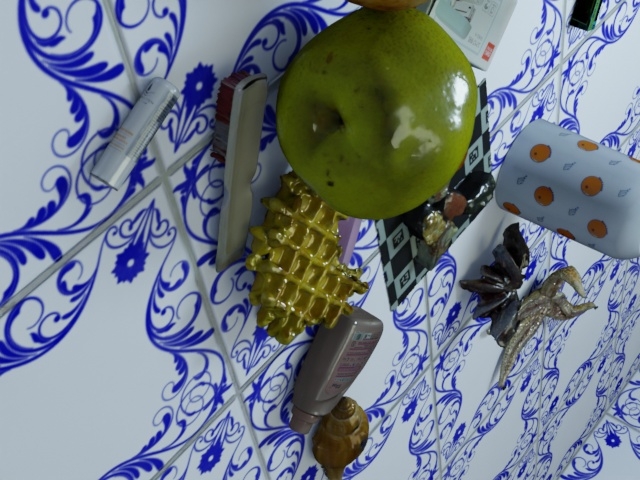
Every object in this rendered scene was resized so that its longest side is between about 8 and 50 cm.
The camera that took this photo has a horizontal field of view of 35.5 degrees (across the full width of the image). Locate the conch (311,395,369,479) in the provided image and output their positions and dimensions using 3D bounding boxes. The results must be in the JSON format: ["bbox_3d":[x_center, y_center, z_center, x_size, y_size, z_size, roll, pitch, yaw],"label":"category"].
[{"bbox_3d":[0.046,0.402,1.946,0.109,0.093,0.330,-47,148,-36],"label":"conch"}]

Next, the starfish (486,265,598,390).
[{"bbox_3d":[0.579,0.194,2.548,0.384,0.132,0.398,-43,159,-16],"label":"starfish"}]

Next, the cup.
[{"bbox_3d":[0.555,-0.098,2.081,0.212,0.317,0.212,-36,142,-35],"label":"cup"}]

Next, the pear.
[{"bbox_3d":[0.079,-0.173,1.354,0.294,0.294,0.294,-36,141,-36],"label":"pear"}]

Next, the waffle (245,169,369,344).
[{"bbox_3d":[-0.007,0.015,1.504,0.259,0.069,0.293,-25,125,-41],"label":"waffle"}]

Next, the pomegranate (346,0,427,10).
[{"bbox_3d":[0.093,-0.398,1.230,0.248,0.248,0.248,-36,141,-36],"label":"pomegranate"}]

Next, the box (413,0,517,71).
[{"bbox_3d":[0.212,-0.367,1.581,0.269,0.079,0.135,10,107,-58],"label":"box"}]

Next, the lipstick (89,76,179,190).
[{"bbox_3d":[-0.216,-0.126,1.174,0.141,0.040,0.040,-58,149,-7],"label":"lipstick"}]

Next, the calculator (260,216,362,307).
[{"bbox_3d":[0.001,0.001,1.601,0.194,0.043,0.294,0,113,-55],"label":"calculator"}]

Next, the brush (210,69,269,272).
[{"bbox_3d":[-0.120,-0.089,1.351,0.060,0.050,0.321,-37,149,-40],"label":"brush"}]

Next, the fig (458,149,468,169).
[{"bbox_3d":[0.182,-0.160,1.678,0.150,0.128,0.128,-24,140,-8],"label":"fig"}]

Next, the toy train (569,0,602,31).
[{"bbox_3d":[0.554,-0.527,1.997,0.042,0.044,0.209,-22,132,-47],"label":"toy train"}]

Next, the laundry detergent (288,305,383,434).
[{"bbox_3d":[0.029,0.234,1.801,0.171,0.076,0.237,5,110,-58],"label":"laundry detergent"}]

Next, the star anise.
[{"bbox_3d":[0.401,0.096,2.209,0.212,0.129,0.283,-16,119,-58],"label":"star anise"}]

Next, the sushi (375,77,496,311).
[{"bbox_3d":[0.248,-0.069,1.895,0.359,0.064,0.343,-47,147,-25],"label":"sushi"}]
